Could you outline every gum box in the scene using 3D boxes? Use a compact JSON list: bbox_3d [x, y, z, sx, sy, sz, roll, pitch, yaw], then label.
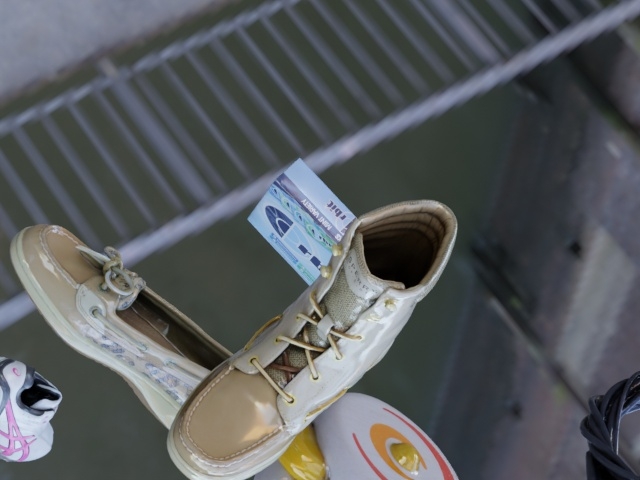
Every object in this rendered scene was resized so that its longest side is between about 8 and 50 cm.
[{"bbox_3d":[0.000,0.000,2.111,0.041,0.157,0.184,-42,178,-16],"label":"gum box"}]

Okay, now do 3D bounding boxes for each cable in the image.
[{"bbox_3d":[0.293,0.160,1.603,0.150,0.184,0.047,-17,119,18],"label":"cable"}]

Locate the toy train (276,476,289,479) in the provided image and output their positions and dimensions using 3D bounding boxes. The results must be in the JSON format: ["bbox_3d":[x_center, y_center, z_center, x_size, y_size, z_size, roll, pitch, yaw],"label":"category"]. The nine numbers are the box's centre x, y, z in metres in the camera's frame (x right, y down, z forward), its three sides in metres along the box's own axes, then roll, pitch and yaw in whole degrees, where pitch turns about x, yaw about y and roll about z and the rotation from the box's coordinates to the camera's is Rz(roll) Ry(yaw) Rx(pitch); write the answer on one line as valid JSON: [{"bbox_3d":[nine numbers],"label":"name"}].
[{"bbox_3d":[-0.002,0.255,1.404,0.046,0.166,0.125,-30,124,-1],"label":"toy train"}]

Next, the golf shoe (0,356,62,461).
[{"bbox_3d":[-0.293,0.172,1.899,0.086,0.067,0.186,-3,153,12],"label":"golf shoe"}]

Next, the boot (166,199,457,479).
[{"bbox_3d":[-0.005,0.081,1.573,0.262,0.095,0.203,-34,166,-34],"label":"boot"}]

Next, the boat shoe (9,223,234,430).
[{"bbox_3d":[-0.166,0.077,1.802,0.089,0.285,0.104,-42,-168,27],"label":"boat shoe"}]

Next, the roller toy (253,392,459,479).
[{"bbox_3d":[0.042,0.251,1.905,0.146,0.209,0.191,-47,173,22],"label":"roller toy"}]
